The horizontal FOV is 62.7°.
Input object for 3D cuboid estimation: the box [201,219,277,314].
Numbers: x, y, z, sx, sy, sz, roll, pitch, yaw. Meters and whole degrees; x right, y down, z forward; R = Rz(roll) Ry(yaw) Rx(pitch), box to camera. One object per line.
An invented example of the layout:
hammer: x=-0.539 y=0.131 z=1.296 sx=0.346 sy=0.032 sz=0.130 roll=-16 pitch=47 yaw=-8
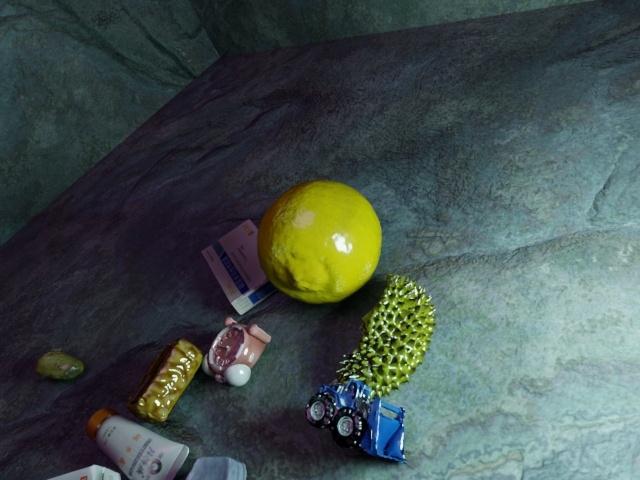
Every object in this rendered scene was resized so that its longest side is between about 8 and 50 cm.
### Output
box: x=-0.236 y=0.073 z=1.657 sx=0.200 sy=0.065 sz=0.343 roll=-35 pitch=37 yaw=-8

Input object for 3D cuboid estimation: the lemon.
lemon: x=0.000 y=0.000 z=1.378 sx=0.347 sy=0.348 sz=0.348 roll=-18 pitch=38 yaw=15

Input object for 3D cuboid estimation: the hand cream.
hand cream: x=-0.453 y=0.514 z=1.278 sx=0.314 sy=0.089 sz=0.140 roll=12 pitch=65 yaw=33

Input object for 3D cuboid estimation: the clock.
clock: x=-0.221 y=0.298 z=1.372 sx=0.165 sy=0.093 sz=0.162 roll=6 pitch=58 yaw=44

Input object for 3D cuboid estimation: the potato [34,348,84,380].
potato: x=-0.821 y=0.397 z=1.652 sx=0.188 sy=0.085 sz=0.105 roll=0 pitch=24 yaw=29

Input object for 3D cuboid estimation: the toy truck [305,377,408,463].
toy truck: x=0.084 y=0.357 z=1.054 sx=0.208 sy=0.113 sz=0.126 roll=20 pitch=78 yaw=42

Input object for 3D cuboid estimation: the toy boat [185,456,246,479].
toy boat: x=-0.234 y=0.576 z=1.058 sx=0.127 sy=0.078 sz=0.283 roll=-9 pitch=40 yaw=20

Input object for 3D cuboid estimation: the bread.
bread: x=-0.403 y=0.365 z=1.363 sx=0.181 sy=0.096 sz=0.222 roll=-33 pitch=23 yaw=53

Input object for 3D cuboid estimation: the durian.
durian: x=0.158 y=0.219 z=1.224 sx=0.356 sy=0.157 sz=0.169 roll=-55 pitch=8 yaw=-31

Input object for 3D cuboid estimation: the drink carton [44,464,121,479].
drink carton: x=-0.620 y=0.629 z=1.211 sx=0.314 sy=0.107 sz=0.131 roll=-20 pitch=52 yaw=11
